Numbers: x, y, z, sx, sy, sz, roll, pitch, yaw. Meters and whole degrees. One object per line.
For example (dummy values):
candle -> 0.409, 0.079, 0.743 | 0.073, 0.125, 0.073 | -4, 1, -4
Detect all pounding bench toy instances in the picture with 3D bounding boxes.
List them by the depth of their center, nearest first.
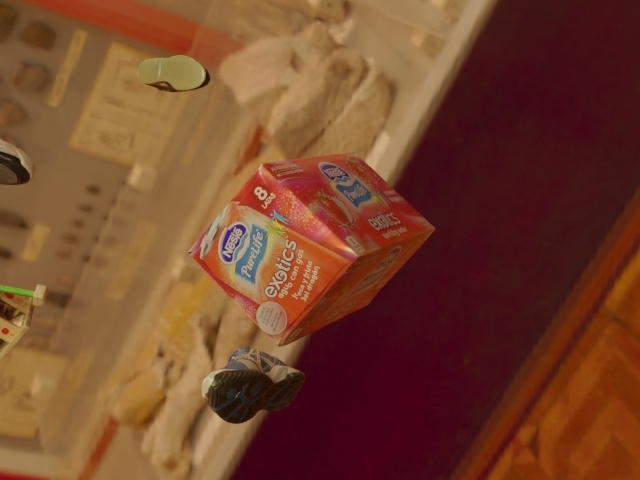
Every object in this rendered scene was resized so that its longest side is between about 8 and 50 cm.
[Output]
pounding bench toy -> -0.313, 0.061, 1.166 | 0.083, 0.065, 0.052 | -46, 25, 23

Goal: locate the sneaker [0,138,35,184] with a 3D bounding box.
sneaker -> -0.600, -0.095, 1.920 | 0.101, 0.269, 0.153 | 123, 154, -52

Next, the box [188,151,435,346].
box -> 0.000, 0.000, 1.189 | 0.128, 0.257, 0.122 | 44, 109, 12

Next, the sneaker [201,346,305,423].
sneaker -> -0.104, 0.189, 1.598 | 0.081, 0.211, 0.080 | 35, 99, 24

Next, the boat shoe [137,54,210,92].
boat shoe -> -0.200, -0.233, 1.688 | 0.133, 0.042, 0.048 | 9, 87, 41
